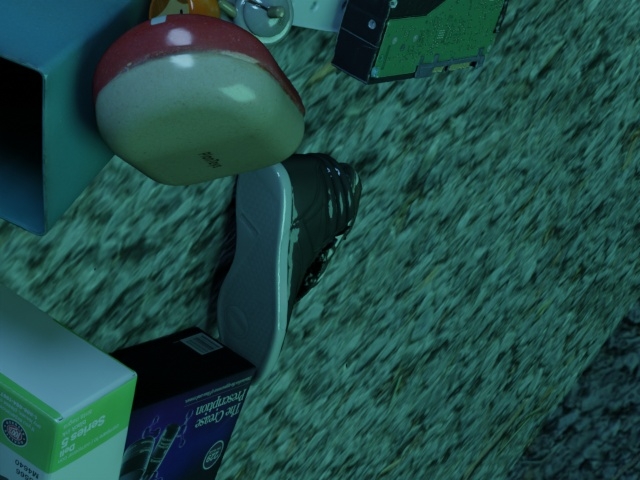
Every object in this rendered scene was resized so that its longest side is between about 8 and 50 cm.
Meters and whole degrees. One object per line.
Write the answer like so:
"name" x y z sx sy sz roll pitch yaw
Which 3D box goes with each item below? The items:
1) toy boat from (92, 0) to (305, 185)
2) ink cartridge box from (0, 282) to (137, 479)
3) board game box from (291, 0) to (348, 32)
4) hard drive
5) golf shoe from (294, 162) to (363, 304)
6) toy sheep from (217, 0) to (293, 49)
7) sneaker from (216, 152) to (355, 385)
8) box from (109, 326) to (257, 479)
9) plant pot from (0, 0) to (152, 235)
"toy boat" -0.103 -0.139 1.442 0.231 0.151 0.151 46 32 -78
"ink cartridge box" -0.297 0.205 1.688 0.115 0.198 0.273 -31 142 -48
"board game box" 0.120 -0.406 1.948 0.390 0.050 0.390 0 117 -55
"hard drive" 0.144 -0.341 1.929 0.237 0.064 0.339 -15 128 -49
"golf shoe" 0.000 0.000 2.192 0.198 0.077 0.094 -61 156 5
"toy sheep" -0.070 -0.225 1.755 0.091 0.132 0.091 -6 104 -24
"sneaker" -0.033 0.028 2.093 0.147 0.104 0.296 -19 126 -45
"box" -0.204 0.220 2.014 0.261 0.103 0.184 -16 133 -58
"plant pot" -0.229 -0.158 1.473 0.234 0.165 0.166 -50 156 -43
